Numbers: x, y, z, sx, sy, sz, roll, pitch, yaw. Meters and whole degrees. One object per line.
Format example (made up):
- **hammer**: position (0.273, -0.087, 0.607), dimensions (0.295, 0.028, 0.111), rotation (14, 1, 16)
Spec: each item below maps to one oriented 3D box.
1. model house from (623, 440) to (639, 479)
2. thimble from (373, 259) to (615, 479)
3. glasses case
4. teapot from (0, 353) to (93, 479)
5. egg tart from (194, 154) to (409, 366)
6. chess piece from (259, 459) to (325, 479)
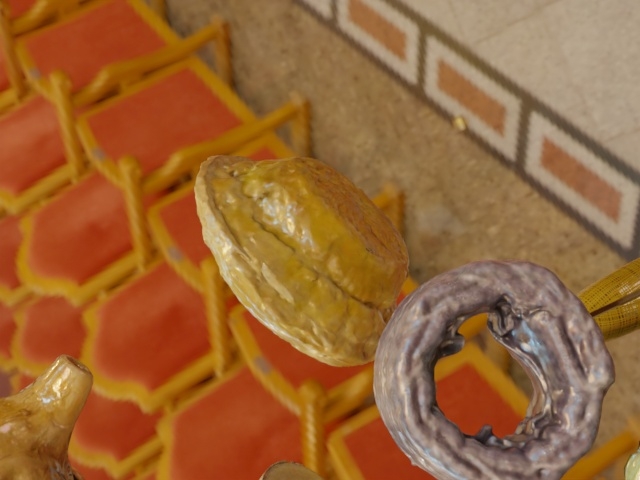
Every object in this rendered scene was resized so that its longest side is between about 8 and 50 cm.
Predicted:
- **model house**: position (0.313, 0.211, 0.789), dimensions (0.195, 0.189, 0.214), rotation (-25, 56, 41)
- **thimble**: position (0.108, 0.088, 0.853), dimensions (0.150, 0.150, 0.098), rotation (63, 171, 6)
- **glasses case**: position (0.327, 0.045, 1.291), dimensions (0.064, 0.234, 0.079), rotation (65, 158, 5)
- **teapot**: position (-0.213, 0.214, 0.850), dimensions (0.203, 0.167, 0.311), rotation (39, 117, 51)
- **egg tart**: position (0.000, 0.000, 1.492), dimensions (0.319, 0.128, 0.319), rotation (41, -157, -21)
- **chess piece**: position (-0.060, 0.310, 1.267), dimensions (0.090, 0.090, 0.200), rotation (52, 126, 30)
